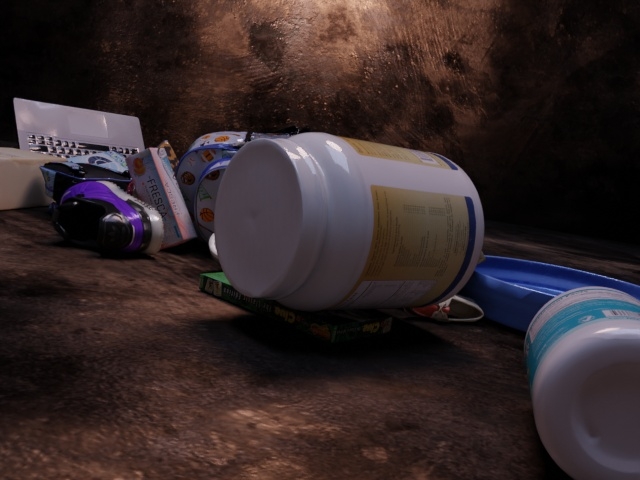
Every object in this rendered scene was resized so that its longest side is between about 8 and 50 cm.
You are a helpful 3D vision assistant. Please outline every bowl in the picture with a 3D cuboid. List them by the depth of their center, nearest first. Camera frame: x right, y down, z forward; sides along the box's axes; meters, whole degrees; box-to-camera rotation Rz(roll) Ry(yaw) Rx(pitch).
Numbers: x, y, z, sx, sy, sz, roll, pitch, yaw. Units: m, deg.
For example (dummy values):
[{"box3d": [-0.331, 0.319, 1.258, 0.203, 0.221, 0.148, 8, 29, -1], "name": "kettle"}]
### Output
[{"box3d": [0.428, 0.106, 1.207, 0.391, 0.077, 0.391, 10, 8, -1], "name": "bowl"}]

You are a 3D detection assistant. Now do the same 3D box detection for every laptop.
[{"box3d": [-0.580, -0.232, 1.840, 0.381, 0.408, 0.236, 2, -22, -45], "name": "laptop"}]

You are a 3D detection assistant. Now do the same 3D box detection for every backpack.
[{"box3d": [-0.159, -0.091, 1.352, 0.263, 0.277, 0.213, 7, 21, 7], "name": "backpack"}, {"box3d": [-0.510, -0.108, 1.441, 0.173, 0.117, 0.158, 15, 11, 32], "name": "backpack"}]

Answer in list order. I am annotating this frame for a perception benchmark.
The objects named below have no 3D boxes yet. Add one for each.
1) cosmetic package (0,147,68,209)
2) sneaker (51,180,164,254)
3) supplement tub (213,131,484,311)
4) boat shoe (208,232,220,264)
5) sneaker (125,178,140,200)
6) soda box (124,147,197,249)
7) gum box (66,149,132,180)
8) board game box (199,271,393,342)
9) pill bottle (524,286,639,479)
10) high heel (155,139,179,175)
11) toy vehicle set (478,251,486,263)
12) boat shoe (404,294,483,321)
[{"box3d": [-0.692, -0.133, 1.431, 0.160, 0.113, 0.309, 11, 8, 10], "name": "cosmetic package"}, {"box3d": [-0.415, -0.048, 1.203, 0.293, 0.102, 0.146, 17, 12, 41], "name": "sneaker"}, {"box3d": [0.041, -0.021, 0.909, 0.316, 0.228, 0.228, 3, 10, -39], "name": "supplement tub"}, {"box3d": [-0.042, 0.034, 1.192, 0.319, 0.099, 0.116, 0, 47, -22], "name": "boat shoe"}, {"box3d": [-0.340, -0.071, 1.391, 0.112, 0.121, 0.299, 20, 11, -6], "name": "sneaker"}, {"box3d": [-0.295, -0.078, 1.260, 0.058, 0.183, 0.063, -19, 2, 15], "name": "soda box"}, {"box3d": [-0.530, -0.158, 1.701, 0.157, 0.041, 0.184, 38, 27, 14], "name": "gum box"}, {"box3d": [-0.039, 0.088, 0.972, 0.259, 0.030, 0.136, 17, 13, 39], "name": "board game box"}, {"box3d": [0.276, 0.127, 0.661, 0.146, 0.146, 0.264, 12, 8, 13], "name": "pill bottle"}, {"box3d": [-0.292, -0.136, 1.631, 0.261, 0.186, 0.093, 3, 11, -38], "name": "high heel"}, {"box3d": [0.201, 0.038, 1.217, 0.166, 0.035, 0.267, -29, 3, 9], "name": "toy vehicle set"}, {"box3d": [0.193, 0.105, 1.062, 0.137, 0.049, 0.043, 10, 9, -28], "name": "boat shoe"}]
